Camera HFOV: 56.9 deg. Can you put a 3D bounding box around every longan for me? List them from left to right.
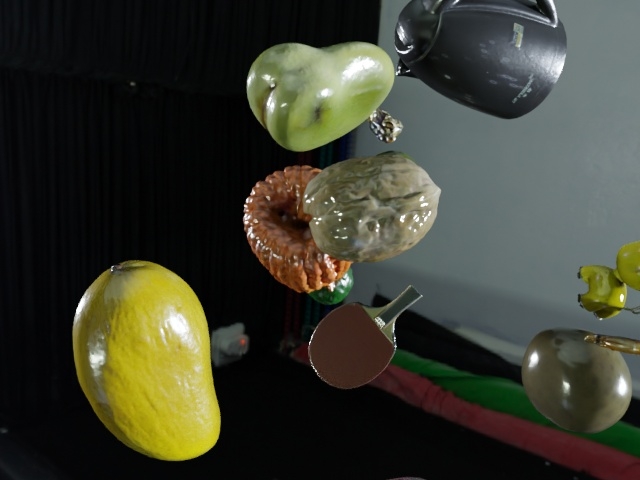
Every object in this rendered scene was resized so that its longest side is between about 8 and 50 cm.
[{"bbox_3d":[0.481,0.262,1.114,0.196,0.197,0.220,14,158,43],"label":"longan"}]

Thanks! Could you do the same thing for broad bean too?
[{"bbox_3d":[0.011,-0.212,0.887,0.263,0.189,0.121,-13,-122,-40],"label":"broad bean"}]

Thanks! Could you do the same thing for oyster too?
[{"bbox_3d":[0.122,-0.224,1.143,0.083,0.054,0.019,32,176,-22],"label":"oyster"}]

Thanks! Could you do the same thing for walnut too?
[{"bbox_3d":[0.089,-0.054,0.979,0.230,0.178,0.178,-14,-169,-1],"label":"walnut"}]

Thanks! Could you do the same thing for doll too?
[{"bbox_3d":[0.611,0.063,1.133,0.143,0.135,0.221,31,142,-22],"label":"doll"}]

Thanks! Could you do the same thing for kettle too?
[{"bbox_3d":[0.279,-0.371,1.044,0.290,0.268,0.208,10,-130,-28],"label":"kettle"}]

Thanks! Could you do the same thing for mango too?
[{"bbox_3d":[-0.256,0.189,0.880,0.195,0.332,0.142,-16,-166,-33],"label":"mango"}]

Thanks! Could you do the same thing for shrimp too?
[{"bbox_3d":[0.482,0.165,0.940,0.127,0.025,0.091,10,178,7],"label":"shrimp"}]

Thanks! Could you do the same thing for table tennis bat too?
[{"bbox_3d":[0.078,0.154,0.988,0.130,0.220,0.019,49,-177,5],"label":"table tennis bat"}]

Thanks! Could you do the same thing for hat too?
[{"bbox_3d":[0.000,0.000,1.443,0.285,0.285,0.400,8,166,21],"label":"hat"}]

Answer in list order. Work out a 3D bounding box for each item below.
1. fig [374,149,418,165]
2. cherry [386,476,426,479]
[{"bbox_3d":[0.159,-0.146,1.534,0.244,0.196,0.195,10,-177,-45],"label":"fig"},{"bbox_3d":[0.132,0.452,0.945,0.176,0.176,0.140,2,-146,-11],"label":"cherry"}]
